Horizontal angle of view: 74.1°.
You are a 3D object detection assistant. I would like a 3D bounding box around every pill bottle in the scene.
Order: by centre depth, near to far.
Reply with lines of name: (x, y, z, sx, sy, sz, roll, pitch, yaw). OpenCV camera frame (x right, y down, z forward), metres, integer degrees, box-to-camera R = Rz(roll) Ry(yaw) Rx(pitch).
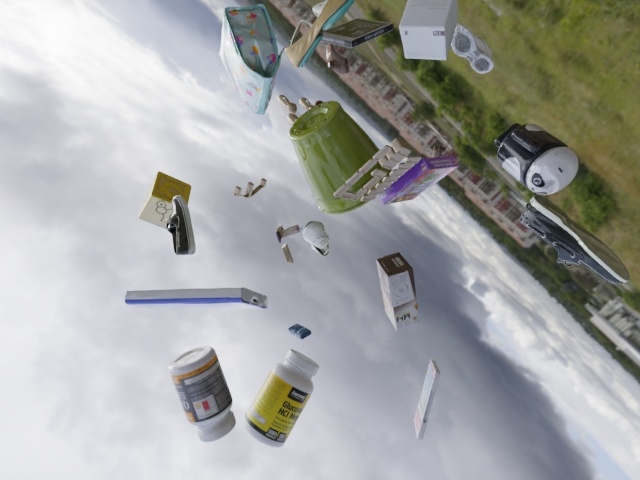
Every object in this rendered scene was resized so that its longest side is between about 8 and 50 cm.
pill bottle: (-0.388, 0.511, 1.418, 0.162, 0.162, 0.279, -49, -57, -74)
pill bottle: (-0.144, 0.605, 1.655, 0.187, 0.334, 0.188, 29, 172, 4)

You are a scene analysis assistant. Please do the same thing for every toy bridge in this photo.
toy bridge: (-0.286, -0.203, 1.704, 0.026, 0.063, 0.188, 32, -148, 17)

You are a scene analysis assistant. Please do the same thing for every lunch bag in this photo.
lunch bag: (-0.213, -0.565, 1.354, 0.263, 0.160, 0.223, 68, 160, 7)

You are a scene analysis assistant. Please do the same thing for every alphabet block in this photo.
alphabet block: (-0.809, -0.203, 2.209, 0.192, 0.197, 0.194, 24, -139, -31)

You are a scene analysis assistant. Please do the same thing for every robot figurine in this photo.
robot figurine: (0.694, -0.268, 1.383, 0.208, 0.174, 0.278, -5, -138, -22)

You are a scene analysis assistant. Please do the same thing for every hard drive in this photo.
hard drive: (-0.328, 0.163, 1.162, 0.210, 0.318, 0.041, 51, -142, -72)

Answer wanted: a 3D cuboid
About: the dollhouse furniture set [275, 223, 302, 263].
dollhouse furniture set: (-0.083, 0.005, 1.330, 0.091, 0.081, 0.115, -108, 0, -75)

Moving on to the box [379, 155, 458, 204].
box: (0.413, -0.254, 1.803, 0.200, 0.293, 0.057, -13, -107, -36)

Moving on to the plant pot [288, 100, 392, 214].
plant pot: (0.055, -0.358, 1.740, 0.353, 0.366, 0.367, 52, -172, -34)

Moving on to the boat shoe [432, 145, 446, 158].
boat shoe: (0.672, -0.451, 2.430, 0.072, 0.207, 0.073, 8, -126, 11)

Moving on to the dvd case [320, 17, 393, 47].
dvd case: (0.129, -0.778, 1.584, 0.179, 0.238, 0.030, 31, 144, 35)

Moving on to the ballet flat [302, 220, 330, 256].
ballet flat: (0.000, 0.000, 2.402, 0.139, 0.139, 0.400, 47, 174, 17)

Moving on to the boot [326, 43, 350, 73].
boot: (0.069, -0.682, 1.594, 0.086, 0.119, 0.042, 2, 171, -25)

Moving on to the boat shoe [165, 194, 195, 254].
boat shoe: (-0.461, -0.053, 1.373, 0.070, 0.078, 0.220, -4, -119, -34)

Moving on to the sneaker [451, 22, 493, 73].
sneaker: (0.592, -0.765, 1.661, 0.232, 0.090, 0.115, 37, -125, -25)

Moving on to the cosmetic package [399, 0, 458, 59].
cosmetic package: (0.369, -0.735, 1.429, 0.151, 0.184, 0.151, 13, 167, 23)

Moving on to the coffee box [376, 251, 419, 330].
coffee box: (0.290, 0.190, 1.590, 0.141, 0.098, 0.247, -117, 12, -62)

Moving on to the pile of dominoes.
pile of dominoes: (0.178, -0.217, 1.347, 0.195, 0.251, 0.040, 7, -129, -49)

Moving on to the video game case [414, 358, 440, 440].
video game case: (0.450, 0.667, 1.800, 0.025, 0.286, 0.204, 15, -179, 9)

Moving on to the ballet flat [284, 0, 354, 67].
ballet flat: (-0.010, -0.544, 1.067, 0.073, 0.232, 0.080, 44, -151, -6)

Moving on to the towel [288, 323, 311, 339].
towel: (-0.099, 0.431, 2.021, 0.119, 0.067, 0.029, 12, 122, 53)

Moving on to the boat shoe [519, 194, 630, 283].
boat shoe: (0.733, 0.015, 1.257, 0.127, 0.113, 0.340, -21, -120, -45)

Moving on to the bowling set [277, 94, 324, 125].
bowling set: (-0.045, -0.543, 1.856, 0.154, 0.199, 0.287, 50, 174, 38)
